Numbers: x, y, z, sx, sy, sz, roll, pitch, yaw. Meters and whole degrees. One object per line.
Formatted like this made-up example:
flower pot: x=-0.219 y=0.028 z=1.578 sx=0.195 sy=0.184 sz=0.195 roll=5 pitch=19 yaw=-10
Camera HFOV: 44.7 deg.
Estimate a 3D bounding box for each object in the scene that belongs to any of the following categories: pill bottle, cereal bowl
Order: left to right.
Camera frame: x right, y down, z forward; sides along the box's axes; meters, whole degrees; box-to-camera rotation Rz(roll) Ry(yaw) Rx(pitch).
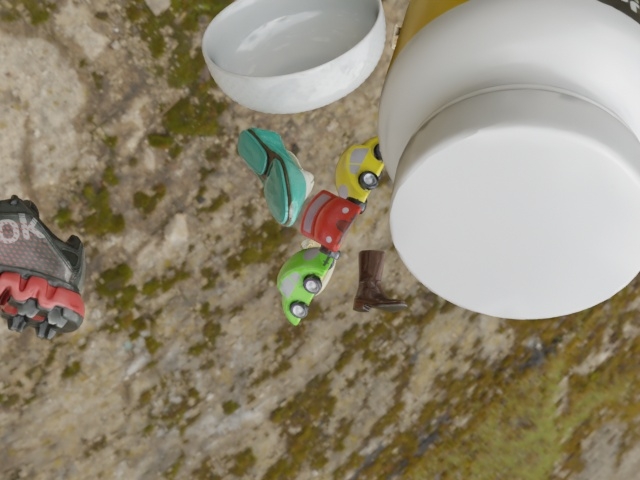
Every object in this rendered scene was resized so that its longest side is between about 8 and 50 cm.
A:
cereal bowl: x=-0.040 y=-0.342 z=1.431 sx=0.339 sy=0.339 sz=0.141 roll=-32 pitch=136 yaw=-16
pill bottle: x=0.143 y=-0.114 z=0.539 sx=0.333 sy=0.188 sz=0.187 roll=-72 pitch=166 yaw=-45

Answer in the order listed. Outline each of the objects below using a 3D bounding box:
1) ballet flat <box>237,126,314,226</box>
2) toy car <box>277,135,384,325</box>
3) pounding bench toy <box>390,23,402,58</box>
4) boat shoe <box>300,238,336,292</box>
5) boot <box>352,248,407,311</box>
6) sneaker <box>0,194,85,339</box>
ballet flat: x=-0.059 y=-0.111 z=1.271 sx=0.087 sy=0.247 sz=0.083 roll=1 pitch=126 yaw=-28
toy car: x=0.000 y=0.000 z=0.858 sx=0.225 sy=0.053 sz=0.239 roll=-62 pitch=178 yaw=32
pounding bench toy: x=0.192 y=-0.420 z=1.683 sx=0.052 sy=0.065 sz=0.083 roll=6 pitch=94 yaw=-56
boat shoe: x=-0.007 y=0.013 z=1.336 sx=0.059 sy=0.170 sz=0.063 roll=26 pitch=145 yaw=-22
boot: x=0.104 y=0.063 z=1.317 sx=0.037 sy=0.107 sz=0.114 roll=37 pitch=57 yaw=-50
sneaker: x=-0.375 y=0.004 z=0.829 sx=0.276 sy=0.135 sz=0.098 roll=23 pitch=150 yaw=-26
